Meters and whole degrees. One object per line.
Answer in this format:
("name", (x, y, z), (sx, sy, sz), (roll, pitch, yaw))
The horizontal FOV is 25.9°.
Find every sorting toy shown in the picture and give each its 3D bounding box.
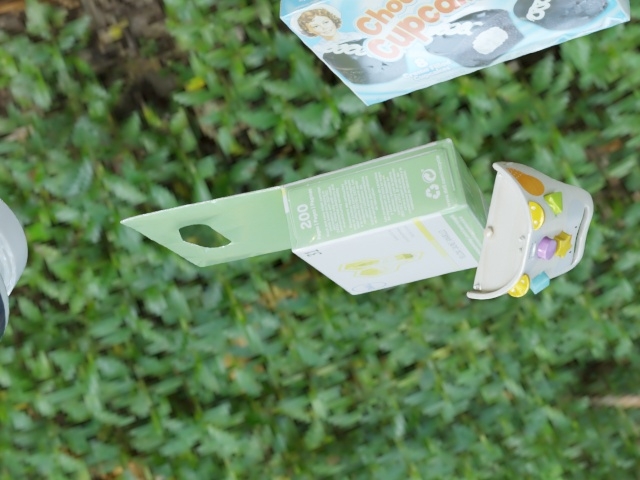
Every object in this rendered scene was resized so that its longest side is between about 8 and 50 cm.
("sorting toy", (0.133, -0.003, 0.826), (0.075, 0.045, 0.083), (-7, 113, -42))

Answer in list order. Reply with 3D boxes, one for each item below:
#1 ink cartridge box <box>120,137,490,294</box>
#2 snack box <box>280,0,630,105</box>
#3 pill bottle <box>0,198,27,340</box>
("ink cartridge box", (0.000, 0.000, 0.991), (0.235, 0.056, 0.171), (-15, 164, 12))
("snack box", (0.141, -0.255, 1.473), (0.322, 0.060, 0.187), (-16, 145, 29))
("pill bottle", (-0.328, 0.071, 1.049), (0.153, 0.265, 0.153), (7, 128, 9))
